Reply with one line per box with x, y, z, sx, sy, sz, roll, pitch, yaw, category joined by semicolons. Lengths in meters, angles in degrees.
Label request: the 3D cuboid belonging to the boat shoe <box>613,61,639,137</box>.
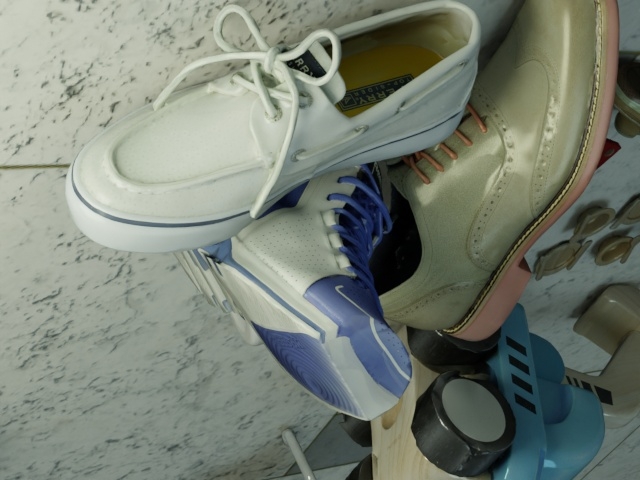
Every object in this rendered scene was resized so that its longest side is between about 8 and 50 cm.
0.332;-0.130;1.504;0.072;0.068;0.190;-32;155;31;boat shoe

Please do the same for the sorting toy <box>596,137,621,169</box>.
0.184;-0.045;1.525;0.132;0.046;0.274;9;135;-49;sorting toy

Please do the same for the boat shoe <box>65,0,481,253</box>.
-0.023;-0.111;1.134;0.367;0.136;0.156;-19;151;-24;boat shoe

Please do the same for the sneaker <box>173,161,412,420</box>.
-0.001;0.000;1.220;0.182;0.315;0.127;-36;126;-13;sneaker

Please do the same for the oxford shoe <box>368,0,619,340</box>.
0.145;-0.071;1.322;0.146;0.140;0.397;6;121;-22;oxford shoe

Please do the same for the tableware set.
0.338;-0.005;1.760;0.168;0.020;0.141;-12;148;-28;tableware set

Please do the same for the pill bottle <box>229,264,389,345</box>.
-0.014;0.041;1.445;0.152;0.086;0.086;-19;151;-17;pill bottle

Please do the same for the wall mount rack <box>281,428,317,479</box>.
-0.095;0.380;1.909;0.350;0.130;0.304;-24;148;-8;wall mount rack

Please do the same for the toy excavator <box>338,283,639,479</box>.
0.259;0.196;1.771;0.445;0.433;0.222;20;131;-20;toy excavator
